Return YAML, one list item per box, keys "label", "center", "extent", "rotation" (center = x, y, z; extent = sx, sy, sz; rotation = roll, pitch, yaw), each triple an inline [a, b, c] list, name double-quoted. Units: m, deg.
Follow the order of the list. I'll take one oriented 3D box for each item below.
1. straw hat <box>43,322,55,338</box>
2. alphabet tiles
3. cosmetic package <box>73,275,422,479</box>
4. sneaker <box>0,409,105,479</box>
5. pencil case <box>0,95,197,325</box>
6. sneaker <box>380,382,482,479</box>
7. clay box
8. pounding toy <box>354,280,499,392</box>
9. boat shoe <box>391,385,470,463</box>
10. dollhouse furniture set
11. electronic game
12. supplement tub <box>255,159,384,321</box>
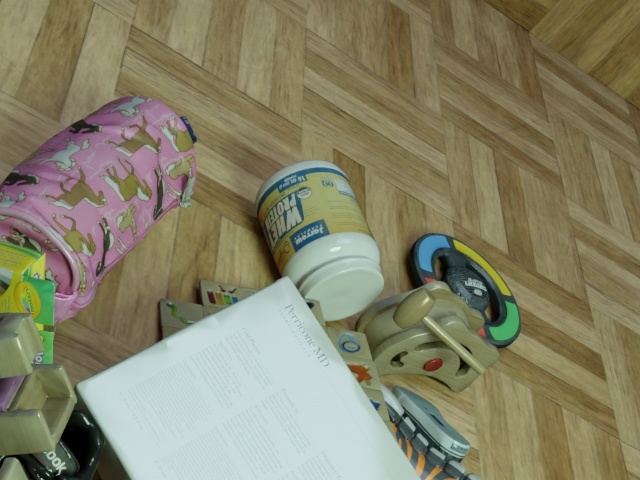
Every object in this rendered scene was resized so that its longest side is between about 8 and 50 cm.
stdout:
- label: "straw hat"
  center: [-0.349, 0.118, 1.341]
  extent: [0.144, 0.061, 0.144]
  rotation: [3, 39, -2]
- label: "alphabet tiles"
  center: [-0.055, 0.168, 1.567]
  extent: [0.285, 0.011, 0.343]
  rotation: [11, 32, -18]
- label: "cosmetic package"
  center: [-0.056, 0.262, 1.357]
  extent: [0.284, 0.097, 0.377]
  rotation: [-27, 77, -30]
- label: "sneaker"
  center: [-0.304, 0.235, 1.193]
  extent: [0.098, 0.135, 0.276]
  rotation: [51, 33, 8]
- label: "pencil case"
  center: [-0.282, -0.042, 1.530]
  extent: [0.167, 0.160, 0.386]
  rotation: [3, 26, 19]
- label: "sneaker"
  center: [0.089, 0.322, 1.572]
  extent: [0.321, 0.125, 0.180]
  rotation: [42, 34, 19]
- label: "clay box"
  center: [-0.357, 0.056, 1.260]
  extent: [0.222, 0.128, 0.053]
  rotation: [14, 29, 10]
- label: "pounding toy"
  center: [0.151, 0.165, 1.801]
  extent: [0.269, 0.154, 0.155]
  rotation: [37, 26, -49]
- label: "boat shoe"
  center: [0.130, 0.268, 1.724]
  extent: [0.065, 0.083, 0.183]
  rotation: [26, 9, -28]
- label: "dollhouse furniture set"
  center: [-0.375, 0.119, 1.027]
  extent: [0.286, 0.198, 0.303]
  rotation: [-75, 157, -52]
- label: "electronic game"
  center: [0.239, 0.080, 2.077]
  extent: [0.229, 0.048, 0.229]
  rotation: [30, 34, -23]
- label: "supplement tub"
  center: [0.000, 0.000, 1.807]
  extent: [0.144, 0.144, 0.200]
  rotation: [12, 43, -41]
